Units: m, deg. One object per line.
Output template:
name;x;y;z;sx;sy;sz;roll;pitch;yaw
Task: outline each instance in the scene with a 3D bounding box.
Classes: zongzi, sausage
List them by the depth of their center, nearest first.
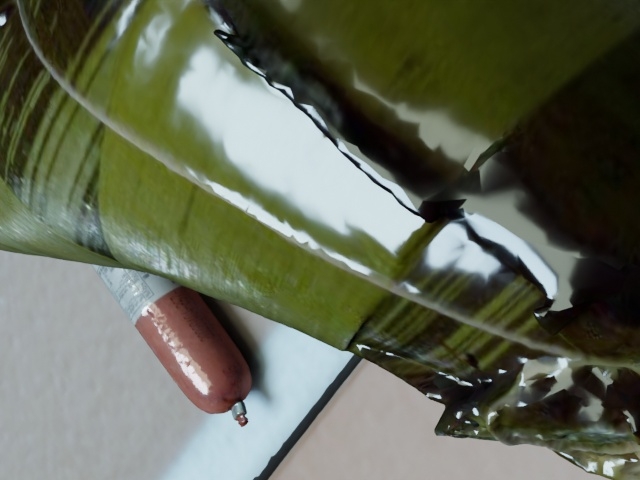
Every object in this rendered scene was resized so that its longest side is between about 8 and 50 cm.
zongzi;0.000;0.000;0.664;0.289;0.154;0.317;50;140;15
sausage;-0.093;-0.014;0.793;0.223;0.029;0.029;54;128;16
